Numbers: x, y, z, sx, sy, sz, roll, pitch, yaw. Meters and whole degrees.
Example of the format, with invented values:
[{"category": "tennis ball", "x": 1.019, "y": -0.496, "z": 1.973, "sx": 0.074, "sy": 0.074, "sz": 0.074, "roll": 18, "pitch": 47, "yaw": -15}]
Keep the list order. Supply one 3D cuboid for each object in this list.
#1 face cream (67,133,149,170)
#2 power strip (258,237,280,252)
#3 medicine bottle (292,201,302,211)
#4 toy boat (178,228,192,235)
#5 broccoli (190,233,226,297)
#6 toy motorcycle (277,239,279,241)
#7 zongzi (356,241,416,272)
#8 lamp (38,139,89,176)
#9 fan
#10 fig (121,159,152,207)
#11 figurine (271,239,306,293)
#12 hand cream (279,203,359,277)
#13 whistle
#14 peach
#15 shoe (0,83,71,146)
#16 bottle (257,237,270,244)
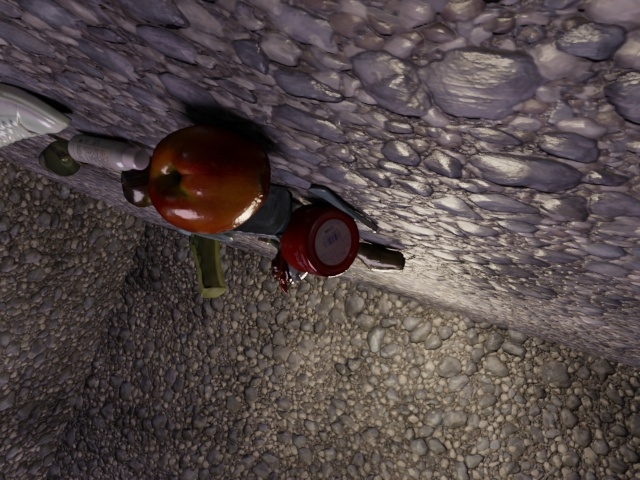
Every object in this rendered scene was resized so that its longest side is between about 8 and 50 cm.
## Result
[{"category": "face cream", "x": -0.589, "y": -0.243, "z": 1.245, "sx": 0.269, "sy": 0.082, "sz": 0.082, "roll": 14, "pitch": 170, "yaw": 25}, {"category": "power strip", "x": -0.167, "y": 0.003, "z": 1.773, "sx": 0.286, "sy": 0.080, "sz": 0.048, "roll": 41, "pitch": 154, "yaw": -24}, {"category": "medicine bottle", "x": -0.145, "y": -0.100, "z": 1.306, "sx": 0.208, "sy": 0.054, "sz": 0.090, "roll": 13, "pitch": 174, "yaw": 31}, {"category": "toy boat", "x": -0.537, "y": -0.096, "z": 2.073, "sx": 0.215, "sy": 0.123, "sz": 0.330, "roll": 15, "pitch": 164, "yaw": -40}, {"category": "broccoli", "x": -0.370, "y": 0.005, "z": 1.523, "sx": 0.221, "sy": 0.361, "sz": 0.252, "roll": -22, "pitch": 178, "yaw": 27}, {"category": "toy motorcycle", "x": -0.072, "y": -0.017, "z": 1.583, "sx": 0.296, "sy": 0.109, "sz": 0.198, "roll": 21, "pitch": 161, "yaw": -5}, {"category": "zongzi", "x": 0.190, "y": 0.042, "z": 1.477, "sx": 0.178, "sy": 0.081, "sz": 0.189, "roll": 36, "pitch": 157, "yaw": -34}, {"category": "lamp", "x": -0.839, "y": -0.272, "z": 1.470, "sx": 0.214, "sy": 0.121, "sz": 0.121, "roll": 2, "pitch": 164, "yaw": 32}, {"category": "fan", "x": 0.067, "y": -0.077, "z": 1.130, "sx": 0.057, "sy": 0.023, "sz": 0.282, "roll": 9, "pitch": 166, "yaw": 39}, {"category": "fig", "x": -0.490, "y": -0.179, "z": 1.392, "sx": 0.245, "sy": 0.149, "sz": 0.149, "roll": -6, "pitch": -173, "yaw": -36}, {"category": "figurine", "x": -0.085, "y": 0.054, "z": 1.386, "sx": 0.160, "sy": 0.226, "sz": 0.183, "roll": 17, "pitch": 143, "yaw": 4}, {"category": "hand cream", "x": 0.000, "y": 0.000, "z": 1.192, "sx": 0.193, "sy": 0.193, "sz": 0.125, "roll": 25, "pitch": 170, "yaw": -38}, {"category": "whistle", "x": -0.265, "y": -0.099, "z": 1.210, "sx": 0.404, "sy": 0.168, "sz": 0.188, "roll": 3, "pitch": 165, "yaw": 44}, {"category": "peach", "x": -0.201, "y": -0.119, "z": 0.851, "sx": 0.243, "sy": 0.199, "sz": 0.243, "roll": -22, "pitch": 171, "yaw": -4}, {"category": "shoe", "x": -0.797, "y": -0.293, "z": 1.103, "sx": 0.363, "sy": 0.160, "sz": 0.132, "roll": 16, "pitch": 173, "yaw": 17}, {"category": "bottle", "x": -0.204, "y": -0.035, "z": 1.696, "sx": 0.045, "sy": 0.096, "sz": 0.045, "roll": 18, "pitch": 170, "yaw": 3}]
